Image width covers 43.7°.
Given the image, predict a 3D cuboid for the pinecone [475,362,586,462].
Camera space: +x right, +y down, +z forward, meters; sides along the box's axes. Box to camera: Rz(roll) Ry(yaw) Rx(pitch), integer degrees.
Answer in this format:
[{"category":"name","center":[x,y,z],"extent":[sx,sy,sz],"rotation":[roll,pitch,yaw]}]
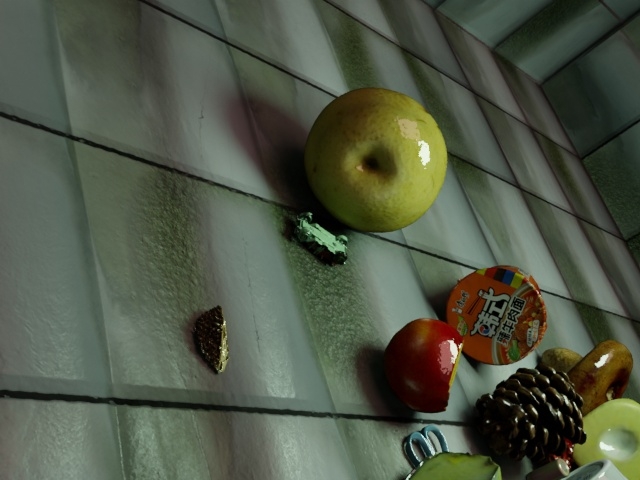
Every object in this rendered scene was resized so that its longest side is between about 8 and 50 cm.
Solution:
[{"category":"pinecone","center":[0.491,0.409,1.852],"extent":[0.272,0.224,0.224],"rotation":[-20,74,-35]}]

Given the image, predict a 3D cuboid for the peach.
[{"category":"peach","center":[0.230,0.266,1.678],"extent":[0.190,0.190,0.192],"rotation":[8,34,-51]}]

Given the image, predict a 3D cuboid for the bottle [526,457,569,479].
[{"category":"bottle","center":[0.537,0.553,1.888],"extent":[0.045,0.096,0.045],"rotation":[34,35,-28]}]

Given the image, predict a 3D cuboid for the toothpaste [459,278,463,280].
[{"category":"toothpaste","center":[0.455,0.125,2.284],"extent":[0.190,0.031,0.048],"rotation":[-2,64,-51]}]

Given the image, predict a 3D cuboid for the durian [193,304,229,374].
[{"category":"durian","center":[-0.186,0.166,1.372],"extent":[0.066,0.052,0.130],"rotation":[78,5,-53]}]

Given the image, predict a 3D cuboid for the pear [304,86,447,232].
[{"category":"pear","center":[0.128,-0.187,1.866],"extent":[0.348,0.348,0.348],"rotation":[34,35,-29]}]

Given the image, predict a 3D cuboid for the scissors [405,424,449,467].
[{"category":"scissors","center":[0.259,0.504,1.626],"extent":[0.125,0.030,0.256],"rotation":[-5,63,-51]}]

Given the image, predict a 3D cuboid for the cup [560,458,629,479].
[{"category":"cup","center":[0.669,0.696,1.771],"extent":[0.253,0.253,0.372],"rotation":[-13,68,-57]}]

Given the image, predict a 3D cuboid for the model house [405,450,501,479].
[{"category":"model house","center":[0.259,0.538,1.507],"extent":[0.194,0.170,0.211],"rotation":[-40,119,-54]}]

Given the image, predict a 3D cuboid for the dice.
[{"category":"dice","center":[0.776,0.560,2.010],"extent":[0.233,0.226,0.238],"rotation":[50,6,-43]}]

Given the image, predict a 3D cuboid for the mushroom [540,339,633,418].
[{"category":"mushroom","center":[0.714,0.393,2.188],"extent":[0.267,0.254,0.267],"rotation":[-12,103,-62]}]

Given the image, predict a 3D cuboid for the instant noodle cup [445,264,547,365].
[{"category":"instant noodle cup","center":[0.464,0.174,2.053],"extent":[0.250,0.250,0.192],"rotation":[56,23,5]}]

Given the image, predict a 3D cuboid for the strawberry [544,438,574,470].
[{"category":"strawberry","center":[0.568,0.474,1.999],"extent":[0.111,0.190,0.237],"rotation":[9,51,4]}]

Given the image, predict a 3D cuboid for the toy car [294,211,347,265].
[{"category":"toy car","center":[0.000,0.000,1.768],"extent":[0.143,0.054,0.073],"rotation":[32,35,-25]}]
